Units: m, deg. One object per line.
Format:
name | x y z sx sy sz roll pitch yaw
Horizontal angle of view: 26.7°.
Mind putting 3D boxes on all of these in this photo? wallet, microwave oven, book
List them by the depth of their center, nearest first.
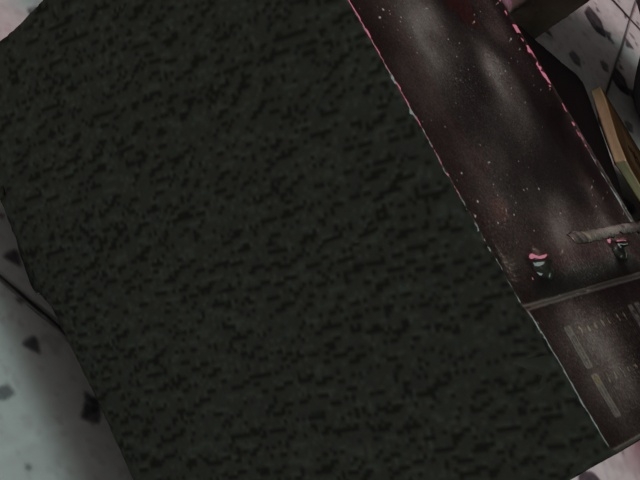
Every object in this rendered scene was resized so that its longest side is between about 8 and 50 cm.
microwave oven | 0.000 0.000 0.914 0.236 0.374 0.432 -8 66 -57
wallet | 0.246 -0.118 1.393 0.149 0.044 0.250 33 34 -36
book | 0.361 -0.065 1.507 0.198 0.016 0.138 49 24 -34

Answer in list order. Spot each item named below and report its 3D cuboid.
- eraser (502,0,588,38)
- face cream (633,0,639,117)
eraser | 0.252 -0.413 1.602 0.078 0.144 0.343 20 51 -36
face cream | 0.389 -0.275 1.554 0.420 0.137 0.234 53 31 -44
